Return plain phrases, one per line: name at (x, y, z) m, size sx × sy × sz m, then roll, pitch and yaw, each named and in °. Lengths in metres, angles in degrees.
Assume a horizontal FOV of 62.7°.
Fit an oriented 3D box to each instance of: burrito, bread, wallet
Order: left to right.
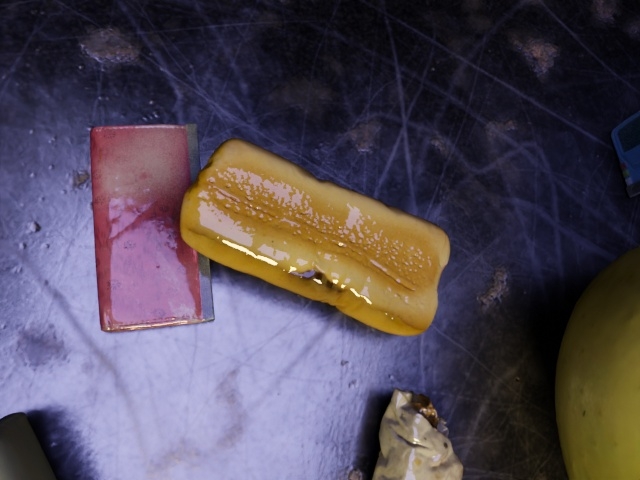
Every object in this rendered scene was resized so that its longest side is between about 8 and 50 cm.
wallet at (-0.187, -0.020, 0.583) m, size 0.119 × 0.025 × 0.232 m, roll -5°, pitch 77°, yaw -15°
bread at (0.000, 0.000, 0.586) m, size 0.305 × 0.091 × 0.142 m, roll 24°, pitch 65°, yaw -12°
burrito at (0.091, 0.357, 0.537) m, size 0.117 × 0.076 × 0.392 m, roll 14°, pitch 75°, yaw -20°

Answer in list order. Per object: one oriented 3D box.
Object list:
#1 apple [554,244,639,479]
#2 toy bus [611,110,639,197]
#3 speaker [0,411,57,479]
apple at (0.463, 0.188, 0.484) m, size 0.474 × 0.473 × 0.473 m, roll 3°, pitch 76°, yaw -14°
toy bus at (0.561, -0.142, 0.756) m, size 0.234 × 0.116 × 0.133 m, roll -8°, pitch 76°, yaw -14°
speaker at (-0.379, 0.320, 0.372) m, size 0.406 × 0.183 × 0.184 m, roll -30°, pitch 91°, yaw -20°
